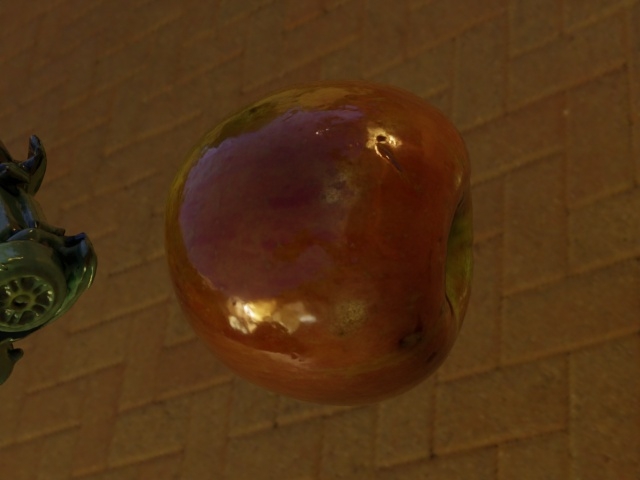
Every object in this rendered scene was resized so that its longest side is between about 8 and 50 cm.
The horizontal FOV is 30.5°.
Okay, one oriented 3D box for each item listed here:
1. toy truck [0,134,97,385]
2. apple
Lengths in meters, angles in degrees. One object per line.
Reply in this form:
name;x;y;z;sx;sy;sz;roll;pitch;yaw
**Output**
toy truck;-0.138;0.038;0.395;0.154;0.078;0.080;-38;48;3
apple;0.000;0.000;0.689;0.196;0.196;0.196;-33;41;34
